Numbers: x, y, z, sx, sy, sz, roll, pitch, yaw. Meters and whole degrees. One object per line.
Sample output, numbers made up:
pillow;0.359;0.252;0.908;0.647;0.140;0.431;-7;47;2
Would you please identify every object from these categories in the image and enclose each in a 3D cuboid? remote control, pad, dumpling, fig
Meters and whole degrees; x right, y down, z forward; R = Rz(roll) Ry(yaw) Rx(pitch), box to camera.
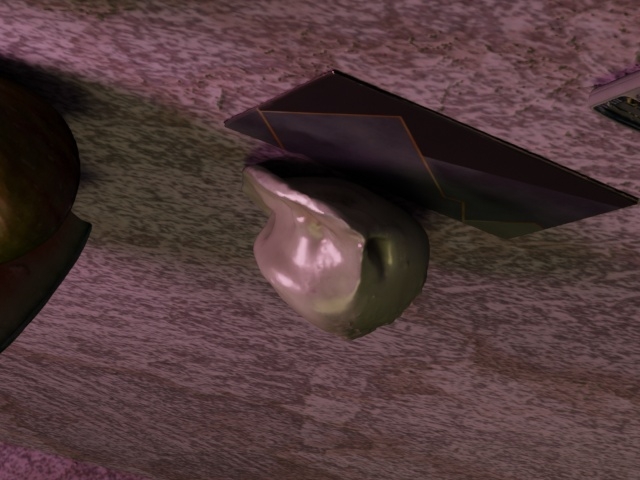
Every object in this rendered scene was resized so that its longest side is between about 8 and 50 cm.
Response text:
remote control;0.201;-0.084;1.050;0.053;0.018;0.124;22;161;-23
pad;0.072;-0.052;1.281;0.243;0.004;0.163;21;162;-23
dumpling;0.001;0.014;1.372;0.152;0.108;0.219;10;161;12
fig;-0.272;-0.091;1.290;0.149;0.149;0.245;-3;137;45

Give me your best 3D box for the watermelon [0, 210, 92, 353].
watermelon;-0.311;0.034;1.423;0.222;0.292;0.319;16;155;8
